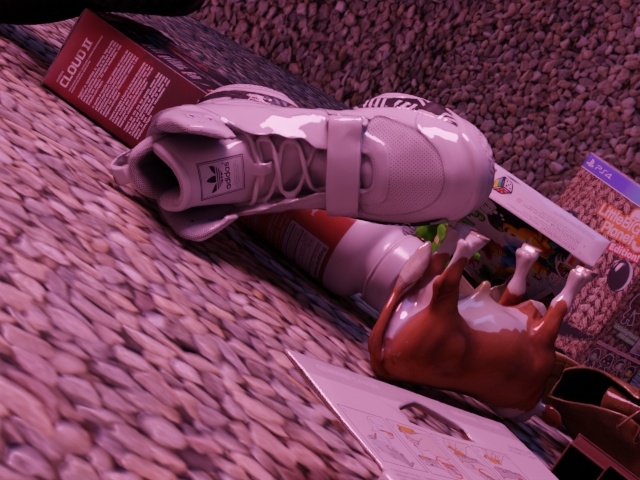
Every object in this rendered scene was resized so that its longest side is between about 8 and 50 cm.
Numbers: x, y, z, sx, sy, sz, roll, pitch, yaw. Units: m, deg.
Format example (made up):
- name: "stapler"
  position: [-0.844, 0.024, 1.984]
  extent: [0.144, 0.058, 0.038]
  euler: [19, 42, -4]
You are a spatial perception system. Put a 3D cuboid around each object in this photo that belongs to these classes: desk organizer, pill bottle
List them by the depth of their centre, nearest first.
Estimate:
- name: "desk organizer"
  position: [0.293, 0.253, 1.327]
  extent: [0.130, 0.047, 0.050]
  euler: [37, 12, 18]
- name: "pill bottle"
  position: [0.015, -0.016, 1.497]
  extent: [0.216, 0.121, 0.121]
  euler: [37, 10, 19]

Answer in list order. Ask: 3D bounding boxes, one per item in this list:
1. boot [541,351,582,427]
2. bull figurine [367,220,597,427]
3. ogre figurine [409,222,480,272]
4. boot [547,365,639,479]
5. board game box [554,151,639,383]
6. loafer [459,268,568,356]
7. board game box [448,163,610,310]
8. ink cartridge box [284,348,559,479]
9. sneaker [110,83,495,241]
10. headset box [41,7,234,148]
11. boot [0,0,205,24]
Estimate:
- name: "boot"
  position: [0.248, 0.144, 1.629]
  extent: [0.213, 0.077, 0.165]
  euler: [30, 8, -6]
- name: "bull figurine"
  position: [0.175, 0.093, 1.355]
  extent: [0.310, 0.188, 0.101]
  euler: [15, 10, -47]
- name: "ogre figurine"
  position: [0.124, 0.029, 1.655]
  extent: [0.097, 0.118, 0.197]
  euler: [33, 10, -32]
- name: "boot"
  position: [0.345, 0.205, 1.380]
  extent: [0.115, 0.112, 0.305]
  euler: [46, -16, -23]
- name: "board game box"
  position: [0.457, 0.050, 2.128]
  extent: [0.141, 0.291, 0.232]
  euler: [26, 12, -39]
- name: "loafer"
  position: [0.230, 0.096, 1.759]
  extent: [0.251, 0.087, 0.094]
  euler: [33, 10, -3]
- name: "board game box"
  position: [0.255, 0.029, 1.801]
  extent: [0.193, 0.053, 0.305]
  euler: [35, -26, 11]
- name: "ink cartridge box"
  position: [0.118, 0.204, 0.930]
  extent: [0.296, 0.066, 0.261]
  euler: [24, 14, -47]
- name: "sneaker"
  position: [-0.026, -0.066, 1.310]
  extent: [0.366, 0.137, 0.210]
  euler: [12, 23, 31]
- name: "headset box"
  position: [-0.182, -0.167, 1.623]
  extent: [0.293, 0.110, 0.218]
  euler: [36, 10, 9]
- name: "boot"
  position: [-0.294, -0.336, 1.580]
  extent: [0.348, 0.131, 0.260]
  euler: [-3, 4, -1]
